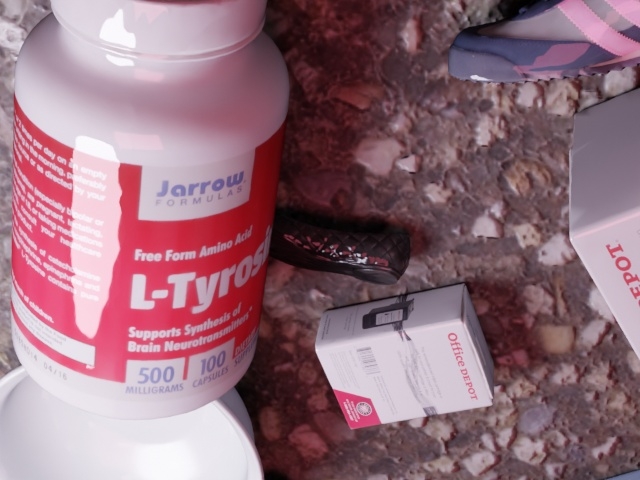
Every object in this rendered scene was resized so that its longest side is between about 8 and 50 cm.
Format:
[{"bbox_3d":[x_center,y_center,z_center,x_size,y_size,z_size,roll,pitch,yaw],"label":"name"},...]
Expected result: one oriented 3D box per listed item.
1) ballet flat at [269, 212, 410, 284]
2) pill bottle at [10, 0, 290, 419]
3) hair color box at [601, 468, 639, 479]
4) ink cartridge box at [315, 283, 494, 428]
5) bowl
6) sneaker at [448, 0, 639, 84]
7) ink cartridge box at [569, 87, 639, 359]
[{"bbox_3d":[0.000,0.000,1.517,0.173,0.049,0.057,15,154,5],"label":"ballet flat"},{"bbox_3d":[-0.148,-0.065,1.372,0.229,0.229,0.407,10,126,2],"label":"pill bottle"},{"bbox_3d":[0.360,0.419,1.702,0.185,0.113,0.374,-20,119,23],"label":"hair color box"},{"bbox_3d":[0.085,0.113,1.561,0.150,0.063,0.109,-12,122,17],"label":"ink cartridge box"},{"bbox_3d":[-0.191,0.189,1.620,0.298,0.134,0.298,4,126,6],"label":"bowl"},{"bbox_3d":[0.249,-0.209,1.294,0.319,0.112,0.131,-11,106,14],"label":"sneaker"},{"bbox_3d":[0.367,-0.031,1.327,0.270,0.197,0.198,-22,118,24],"label":"ink cartridge box"}]
